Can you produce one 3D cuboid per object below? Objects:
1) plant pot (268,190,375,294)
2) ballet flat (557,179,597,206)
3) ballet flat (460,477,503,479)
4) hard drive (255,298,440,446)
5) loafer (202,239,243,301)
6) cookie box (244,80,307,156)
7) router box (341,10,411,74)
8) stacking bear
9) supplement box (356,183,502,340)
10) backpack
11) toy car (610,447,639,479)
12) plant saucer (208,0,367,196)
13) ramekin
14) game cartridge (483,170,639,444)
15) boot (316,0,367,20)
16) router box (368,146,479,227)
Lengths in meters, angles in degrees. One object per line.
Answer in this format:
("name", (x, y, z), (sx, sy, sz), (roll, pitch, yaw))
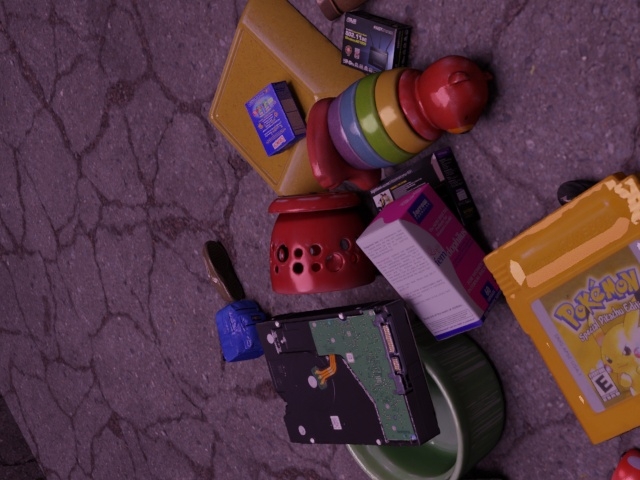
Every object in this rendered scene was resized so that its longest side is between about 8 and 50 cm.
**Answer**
("plant pot", (0.000, 0.000, 1.792), (0.191, 0.191, 0.174), (0, 96, 48))
("ballet flat", (0.422, -0.050, 1.422), (0.173, 0.049, 0.057), (23, 94, 35))
("ballet flat", (0.313, 0.471, 1.712), (0.280, 0.095, 0.096), (30, 117, 24))
("hard drive", (0.039, 0.231, 1.699), (0.339, 0.064, 0.237), (-13, 95, 50))
("loafer", (-0.222, 0.072, 2.157), (0.050, 0.056, 0.148), (-29, 83, 43))
("cookie box", (-0.079, -0.217, 1.774), (0.092, 0.040, 0.107), (-29, 83, 49))
("router box", (0.092, -0.327, 1.667), (0.122, 0.038, 0.092), (27, 123, 38))
("stacking bear", (0.135, -0.200, 1.576), (0.289, 0.175, 0.164), (-20, 80, 37))
("supplement box", (0.181, 0.036, 1.603), (0.220, 0.111, 0.114), (49, 140, -10))
("backpack", (-0.159, 0.186, 2.108), (0.101, 0.098, 0.120), (-35, 66, 39))
("toy car", (0.471, 0.278, 1.480), (0.225, 0.053, 0.239), (58, 138, 14))
("plant saucer", (-0.086, -0.255, 1.861), (0.333, 0.081, 0.332), (47, 134, 24))
("ramekin", (0.174, 0.287, 1.737), (0.303, 0.148, 0.303), (21, 120, 42))
("game cartridge", (0.414, 0.097, 1.402), (0.285, 0.053, 0.323), (-39, 77, 41))
("boot", (0.006, -0.527, 1.631), (0.115, 0.112, 0.305), (-22, 98, 20))
("router box", (0.171, -0.063, 1.680), (0.179, 0.046, 0.133), (-26, 85, 49))
